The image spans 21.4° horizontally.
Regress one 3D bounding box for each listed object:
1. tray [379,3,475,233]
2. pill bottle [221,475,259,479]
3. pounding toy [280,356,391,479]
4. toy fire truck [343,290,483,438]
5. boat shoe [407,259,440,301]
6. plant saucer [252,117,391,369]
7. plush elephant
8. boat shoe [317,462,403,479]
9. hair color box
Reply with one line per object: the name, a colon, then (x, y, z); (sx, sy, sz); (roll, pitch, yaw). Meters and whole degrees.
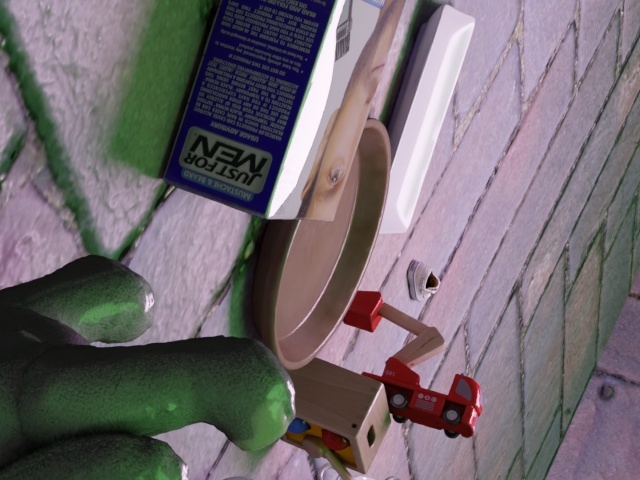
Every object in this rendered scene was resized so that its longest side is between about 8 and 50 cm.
tray: (0.109, -0.139, 1.950); (0.145, 0.030, 0.270); (-1, 110, -70)
pill bottle: (-0.108, 0.329, 1.686); (0.186, 0.112, 0.112); (-44, 148, -53)
pounding toy: (0.015, 0.214, 1.888); (0.100, 0.130, 0.141); (-62, 160, -24)
toy fire truck: (0.103, 0.141, 1.947); (0.047, 0.192, 0.135); (79, 28, -60)
boat shoe: (0.140, 0.057, 2.232); (0.035, 0.035, 0.100); (-63, 160, -21)
plant saucer: (0.000, 0.000, 1.768); (0.278, 0.041, 0.278); (-54, 156, -38)
plush elephant: (-0.196, 0.182, 1.064); (0.330, 0.272, 0.255); (-13, 111, -35)
boat shoe: (0.036, 0.333, 1.974); (0.156, 0.136, 0.367); (-53, 171, 6)
hair color box: (-0.007, -0.190, 1.447); (0.339, 0.110, 0.185); (-70, 163, 6)
